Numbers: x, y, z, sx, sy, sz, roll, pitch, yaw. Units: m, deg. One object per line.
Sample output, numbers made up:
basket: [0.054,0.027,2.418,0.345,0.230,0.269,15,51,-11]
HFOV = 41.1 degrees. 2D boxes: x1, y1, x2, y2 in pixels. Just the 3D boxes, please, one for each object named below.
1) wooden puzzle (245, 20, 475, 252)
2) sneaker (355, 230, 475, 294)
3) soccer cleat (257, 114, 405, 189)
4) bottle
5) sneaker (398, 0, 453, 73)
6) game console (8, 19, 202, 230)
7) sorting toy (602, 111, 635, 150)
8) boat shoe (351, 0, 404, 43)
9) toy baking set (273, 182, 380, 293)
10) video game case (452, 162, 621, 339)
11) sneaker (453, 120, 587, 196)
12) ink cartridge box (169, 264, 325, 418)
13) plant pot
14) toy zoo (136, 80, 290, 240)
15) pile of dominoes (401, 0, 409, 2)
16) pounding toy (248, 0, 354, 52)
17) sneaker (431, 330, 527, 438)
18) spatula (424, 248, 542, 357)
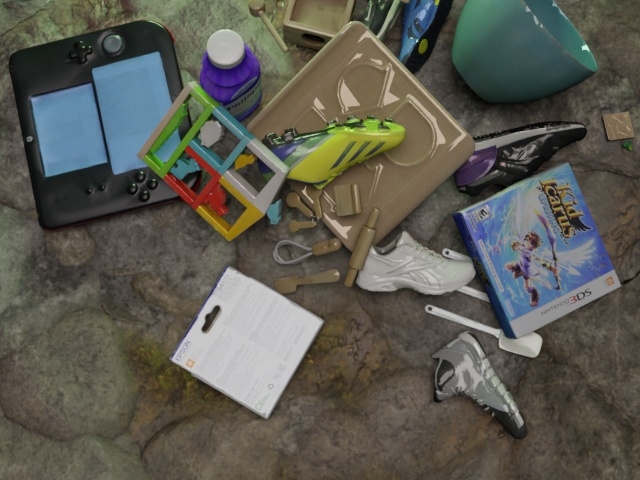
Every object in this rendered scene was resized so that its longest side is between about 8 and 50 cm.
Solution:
wooden puzzle: [0.077,-0.198,1.685,0.322,0.080,0.348,-44,88,12]
sneaker: [0.184,0.040,1.650,0.232,0.090,0.115,0,107,1]
soccer cleat: [0.023,-0.162,1.618,0.289,0.093,0.121,-8,107,11]
bottle: [-0.171,-0.312,1.626,0.118,0.283,0.092,-43,84,-10]
sneaker: [0.201,-0.443,1.779,0.082,0.069,0.209,23,86,31]
game console: [-0.431,-0.237,1.719,0.341,0.060,0.387,-13,80,-4]
sorting toy: [0.620,-0.224,1.771,0.062,0.012,0.083,-7,77,-8]
boat shoe: [0.093,-0.423,1.759,0.079,0.084,0.233,26,75,7]
toy baking set: [0.006,0.001,1.663,0.196,0.030,0.256,20,100,23]
video game case: [0.422,0.019,1.662,0.244,0.061,0.270,-25,93,-11]
sneaker: [0.400,-0.164,1.726,0.283,0.107,0.124,-13,100,-3]
ink cartridge box: [-0.141,0.195,1.658,0.224,0.045,0.223,31,80,5]
plant pot: [0.374,-0.384,1.684,0.195,0.290,0.290,-39,82,29]
toy zoo: [-0.188,-0.132,1.617,0.293,0.030,0.192,43,117,1]
pile of dominoes: [0.077,-0.550,1.755,0.251,0.196,0.040,25,123,2]
pounding toy: [-0.045,-0.449,1.749,0.206,0.094,0.181,14,79,1]
sneaker: [0.289,0.299,1.642,0.132,0.086,0.229,-29,72,-2]
spatula: [0.338,0.120,1.700,0.242,0.019,0.168,19,81,2]
